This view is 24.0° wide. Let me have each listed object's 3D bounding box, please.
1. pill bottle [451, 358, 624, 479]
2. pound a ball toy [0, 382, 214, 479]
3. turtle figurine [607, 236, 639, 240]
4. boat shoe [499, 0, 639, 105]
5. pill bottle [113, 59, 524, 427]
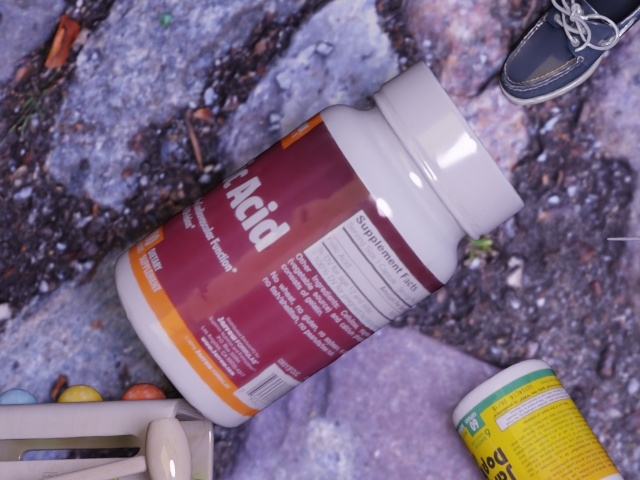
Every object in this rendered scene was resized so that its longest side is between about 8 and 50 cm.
[{"bbox_3d":[0.230,0.232,1.498,0.117,0.117,0.208,-34,69,7],"label":"pill bottle"},{"bbox_3d":[-0.255,0.215,1.609,0.319,0.208,0.136,-5,75,17],"label":"pound a ball toy"},{"bbox_3d":[0.411,-0.005,1.507,0.234,0.118,0.175,2,36,16],"label":"turtle figurine"},{"bbox_3d":[0.295,-0.243,1.619,0.254,0.079,0.095,-34,69,7],"label":"boat shoe"},{"bbox_3d":[0.000,0.000,1.574,0.392,0.224,0.224,-35,69,6],"label":"pill bottle"}]
